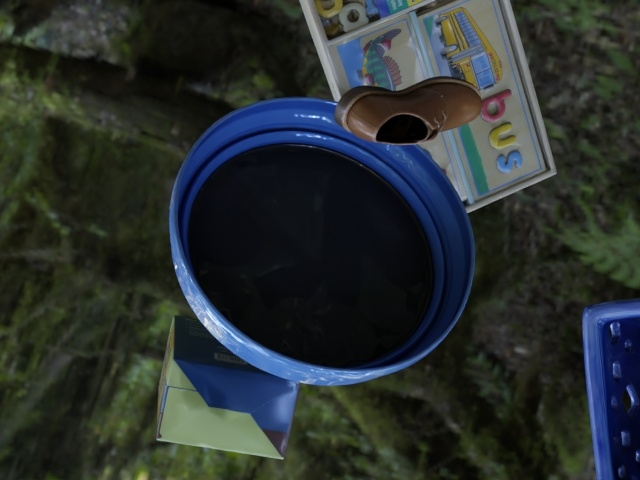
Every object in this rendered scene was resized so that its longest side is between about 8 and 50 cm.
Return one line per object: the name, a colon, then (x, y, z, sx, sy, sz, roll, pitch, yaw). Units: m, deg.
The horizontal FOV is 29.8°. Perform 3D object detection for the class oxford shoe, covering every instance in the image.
oxford shoe: (0.118, -0.140, 1.393, 0.212, 0.076, 0.076, -13, -139, -37)

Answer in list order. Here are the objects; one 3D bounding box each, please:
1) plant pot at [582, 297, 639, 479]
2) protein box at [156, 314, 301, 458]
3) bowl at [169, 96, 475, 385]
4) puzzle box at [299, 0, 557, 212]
plant pot: (0.438, 0.174, 1.310, 0.236, 0.236, 0.212, -6, 176, 31)
protein box: (-0.148, 0.227, 1.889, 0.200, 0.136, 0.201, 11, -166, -9)
bowl: (0.000, 0.000, 1.501, 0.391, 0.391, 0.077, 19, 147, -9)
puzzle box: (0.154, -0.224, 1.667, 0.052, 0.272, 0.409, -131, 18, -66)
